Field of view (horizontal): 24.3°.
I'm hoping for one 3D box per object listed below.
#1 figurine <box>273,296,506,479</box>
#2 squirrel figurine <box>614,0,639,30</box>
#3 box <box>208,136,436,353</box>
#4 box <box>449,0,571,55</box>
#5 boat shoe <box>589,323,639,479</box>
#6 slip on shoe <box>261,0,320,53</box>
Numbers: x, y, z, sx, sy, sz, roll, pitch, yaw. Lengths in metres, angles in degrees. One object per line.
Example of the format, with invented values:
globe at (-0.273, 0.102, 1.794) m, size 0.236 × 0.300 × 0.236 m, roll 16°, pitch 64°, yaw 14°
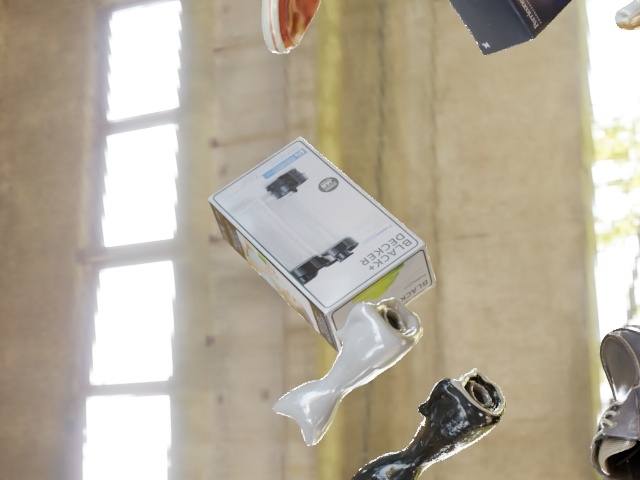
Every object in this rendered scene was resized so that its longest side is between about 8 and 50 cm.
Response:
figurine at (0.073, 0.201, 1.764) m, size 0.215 × 0.209 × 0.092 m, roll 41°, pitch -156°, yaw 1°
squirrel figurine at (0.501, -0.399, 1.798) m, size 0.397 × 0.281 × 0.370 m, roll -80°, pitch 0°, yaw -55°
box at (0.000, 0.000, 1.987) m, size 0.169 × 0.290 × 0.087 m, roll -34°, pitch -41°, yaw -14°
box at (0.277, -0.381, 2.069) m, size 0.207 × 0.108 × 0.153 m, roll -47°, pitch -70°, yaw -31°
boat shoe at (0.394, 0.234, 1.783) m, size 0.355 × 0.130 × 0.132 m, roll -108°, pitch 14°, yaw -51°
slip on shoe at (0.021, -0.377, 1.818) m, size 0.331 × 0.101 × 0.123 m, roll -63°, pitch -17°, yaw -4°
